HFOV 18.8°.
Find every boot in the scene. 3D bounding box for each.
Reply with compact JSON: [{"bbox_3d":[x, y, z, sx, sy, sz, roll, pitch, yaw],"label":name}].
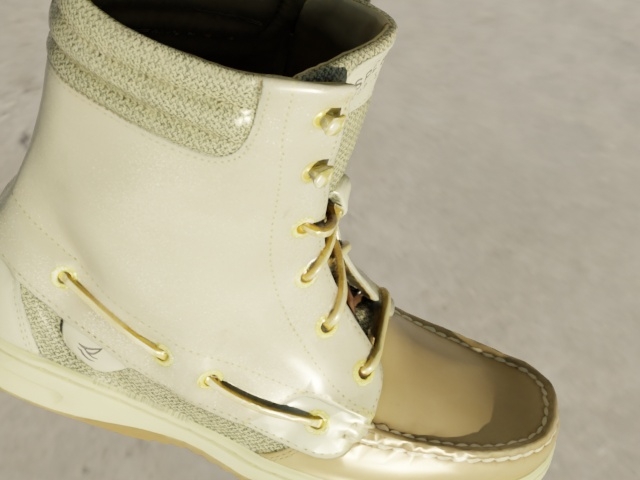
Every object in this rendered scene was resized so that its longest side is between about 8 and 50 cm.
[{"bbox_3d":[0.000,0.000,0.619,0.213,0.077,0.165,17,128,-9],"label":"boot"}]
